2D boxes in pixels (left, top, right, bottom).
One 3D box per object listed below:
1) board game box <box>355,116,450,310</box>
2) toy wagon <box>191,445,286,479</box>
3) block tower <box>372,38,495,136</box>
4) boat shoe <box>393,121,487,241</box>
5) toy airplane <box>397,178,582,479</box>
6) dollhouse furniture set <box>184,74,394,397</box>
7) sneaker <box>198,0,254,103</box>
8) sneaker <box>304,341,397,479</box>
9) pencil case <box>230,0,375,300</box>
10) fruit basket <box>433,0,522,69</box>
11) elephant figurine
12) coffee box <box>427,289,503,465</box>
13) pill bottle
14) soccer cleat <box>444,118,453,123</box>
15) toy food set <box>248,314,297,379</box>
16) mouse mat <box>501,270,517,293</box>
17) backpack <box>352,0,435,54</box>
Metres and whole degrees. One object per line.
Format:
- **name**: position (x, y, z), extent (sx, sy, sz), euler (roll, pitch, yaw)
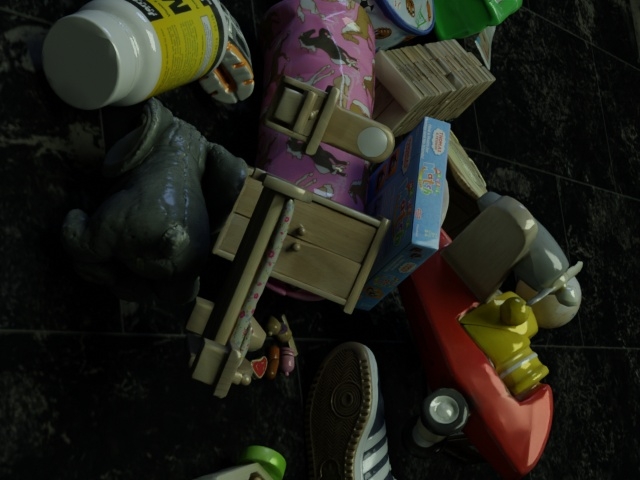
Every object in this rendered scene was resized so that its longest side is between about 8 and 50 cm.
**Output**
- **board game box**: position (0.087, -0.027, 1.611), extent (0.039, 0.211, 0.160), euler (14, 65, -14)
- **toy wagon**: position (-0.052, 0.410, 1.546), extent (0.344, 0.068, 0.267), euler (54, 38, -35)
- **block tower**: position (0.143, -0.219, 1.976), extent (0.091, 0.097, 0.335), euler (48, 24, 9)
- **boat shoe**: position (0.208, -0.081, 2.129), extent (0.302, 0.109, 0.098), euler (56, 34, -20)
- **toy airplane**: position (0.201, 0.070, 1.797), extent (0.386, 0.272, 0.384), euler (-129, -151, -63)
- **dollhouse furniture set**: position (0.000, 0.000, 1.378), extent (0.355, 0.174, 0.303), euler (-133, -114, -80)
- **sneaker**: position (-0.148, -0.265, 1.648), extent (0.083, 0.084, 0.215), euler (-83, 150, -54)
- **sneaker**: position (0.062, 0.276, 1.750), extent (0.153, 0.099, 0.282), euler (18, 70, -50)
- **pencil case**: position (-0.016, -0.123, 1.710), extent (0.160, 0.167, 0.386), euler (70, 22, -57)
- **fruit basket**: position (0.239, -0.493, 2.285), extent (0.327, 0.165, 0.353), euler (62, 30, -24)
- **elephant figurine**: position (-0.164, -0.068, 1.429), extent (0.169, 0.186, 0.239), euler (64, 39, -56)
- **coffee box**: position (0.230, 0.196, 2.061), extent (0.141, 0.098, 0.246), euler (33, 51, -51)
- **pill bottle**: position (-0.199, -0.211, 1.490), extent (0.208, 0.119, 0.119), euler (-35, 109, -58)
- **soccer cleat**: position (0.205, -0.222, 2.207), extent (0.060, 0.072, 0.179), euler (63, 33, -22)
- **toy food set**: position (-0.058, 0.134, 1.686), extent (0.122, 0.019, 0.078), euler (-33, 107, -58)
- **mouse mat**: position (0.299, 0.053, 2.224), extent (0.152, 0.007, 0.189), euler (83, -2, -64)
- **backpack**: position (0.062, -0.386, 1.890), extent (0.276, 0.213, 0.263), euler (-20, 93, -60)
